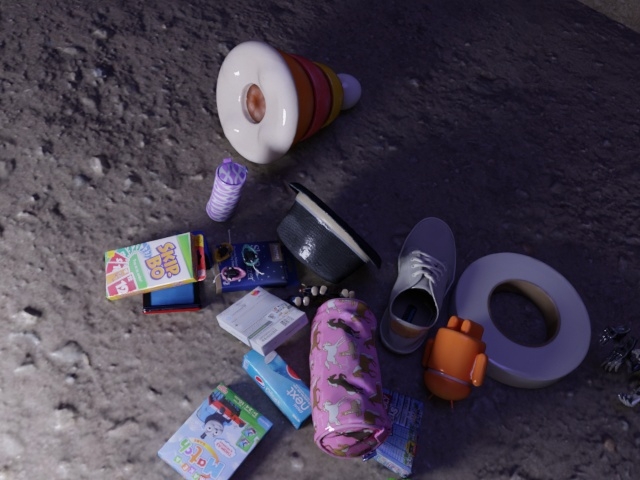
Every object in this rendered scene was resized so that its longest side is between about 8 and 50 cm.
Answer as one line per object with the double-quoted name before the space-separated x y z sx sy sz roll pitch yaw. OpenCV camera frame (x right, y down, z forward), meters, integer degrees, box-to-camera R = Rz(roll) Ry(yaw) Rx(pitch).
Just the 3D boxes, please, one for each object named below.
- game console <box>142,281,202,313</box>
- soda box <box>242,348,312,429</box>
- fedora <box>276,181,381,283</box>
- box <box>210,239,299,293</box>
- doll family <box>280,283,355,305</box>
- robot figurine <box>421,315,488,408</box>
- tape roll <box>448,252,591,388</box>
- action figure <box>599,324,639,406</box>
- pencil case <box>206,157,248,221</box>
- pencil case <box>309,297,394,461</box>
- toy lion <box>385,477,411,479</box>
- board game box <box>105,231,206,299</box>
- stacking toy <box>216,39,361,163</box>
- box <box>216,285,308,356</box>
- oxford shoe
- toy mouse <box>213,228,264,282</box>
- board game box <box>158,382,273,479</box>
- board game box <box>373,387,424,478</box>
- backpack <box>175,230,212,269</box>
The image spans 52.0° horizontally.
"game console" -0.373 0.138 1.645 0.144 0.124 0.085 -3 84 -13
"soda box" -0.095 0.345 1.573 0.071 0.067 0.210 -35 70 -29
"fedora" 0.000 0.000 1.742 0.334 0.334 0.152 42 89 16
"box" -0.175 0.067 1.762 0.226 0.036 0.136 -4 58 -16
"doll family" -0.007 0.148 1.703 0.193 0.111 0.075 13 88 -17
"robot figurine" 0.332 0.302 1.634 0.158 0.128 0.219 19 82 13
"tape roll" 0.541 0.211 1.794 0.393 0.072 0.391 6 56 -9
"action figure" 0.823 0.342 1.725 0.276 0.141 0.164 44 19 -26
"pencil case" -0.259 -0.132 1.777 0.086 0.206 0.088 -17 67 -28
"pencil case" 0.063 0.308 1.530 0.167 0.160 0.386 24 36 -24
"toy lion" 0.185 0.581 1.498 0.100 0.034 0.096 38 51 14
"board game box" -0.413 0.063 1.639 0.260 0.039 0.124 -12 69 8
"stacking toy" -0.042 -0.437 2.008 0.480 0.350 0.350 -17 61 -40
"box" -0.146 0.196 1.628 0.145 0.038 0.186 -36 41 -30
"oxford shoe" 0.280 0.101 1.779 0.169 0.130 0.449 22 54 6
"toy mouse" -0.212 0.064 1.714 0.143 0.031 0.161 23 56 6
"board game box" -0.235 0.452 1.489 0.160 0.039 0.211 36 58 12
"board game box" 0.138 0.436 1.565 0.194 0.060 0.194 20 55 1
"backpack" -0.352 0.032 1.713 0.120 0.098 0.101 -11 55 -4
